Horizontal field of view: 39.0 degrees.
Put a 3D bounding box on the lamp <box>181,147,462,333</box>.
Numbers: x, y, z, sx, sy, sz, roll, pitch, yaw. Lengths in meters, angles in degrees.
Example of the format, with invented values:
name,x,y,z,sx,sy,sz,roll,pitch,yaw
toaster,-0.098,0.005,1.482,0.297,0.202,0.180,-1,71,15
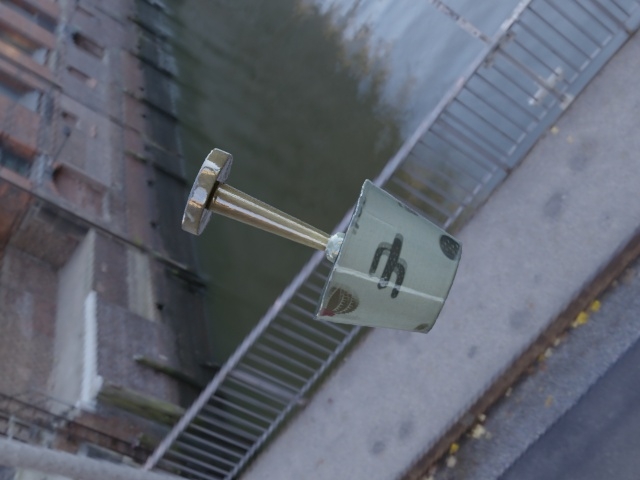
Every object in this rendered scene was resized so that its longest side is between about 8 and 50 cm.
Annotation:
name,x,y,z,sx,sy,sz,roll,pitch,yaw
lamp,0.000,0.000,0.722,0.121,0.214,0.121,-157,90,-90
